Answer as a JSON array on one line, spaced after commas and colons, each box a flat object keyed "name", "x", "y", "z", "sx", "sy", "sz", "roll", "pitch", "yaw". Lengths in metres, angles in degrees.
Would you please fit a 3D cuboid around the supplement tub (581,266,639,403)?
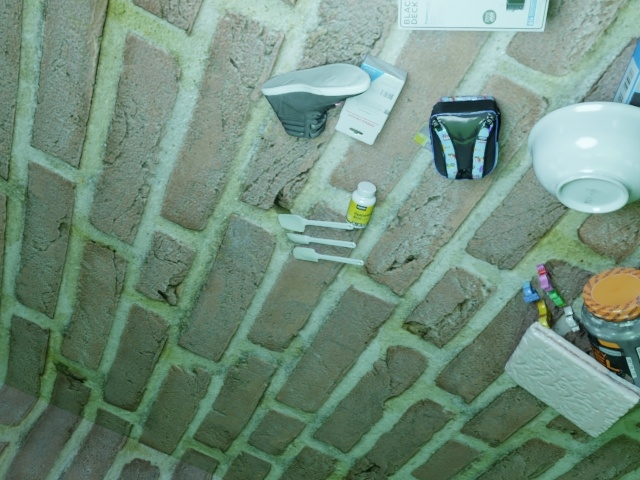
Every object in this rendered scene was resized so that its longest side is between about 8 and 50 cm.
[{"name": "supplement tub", "x": 0.804, "y": 0.245, "z": 1.579, "sx": 0.207, "sy": 0.207, "sz": 0.338, "roll": -16, "pitch": 121, "yaw": 26}]

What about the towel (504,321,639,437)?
[{"name": "towel", "x": 0.681, "y": 0.387, "z": 1.688, "sx": 0.317, "sy": 0.053, "sz": 0.331, "roll": 35, "pitch": 155, "yaw": 22}]

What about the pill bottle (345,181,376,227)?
[{"name": "pill bottle", "x": 0.108, "y": -0.094, "z": 1.597, "sx": 0.065, "sy": 0.065, "sz": 0.116, "roll": 16, "pitch": 129, "yaw": 3}]

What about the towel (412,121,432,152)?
[{"name": "towel", "x": 0.268, "y": -0.243, "z": 1.470, "sx": 0.083, "sy": 0.009, "sz": 0.060, "roll": 33, "pitch": 128, "yaw": -11}]

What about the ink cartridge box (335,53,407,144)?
[{"name": "ink cartridge box", "x": 0.114, "y": -0.324, "z": 1.416, "sx": 0.104, "sy": 0.060, "sz": 0.180, "roll": 24, "pitch": 130, "yaw": -4}]

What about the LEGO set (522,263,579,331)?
[{"name": "LEGO set", "x": 0.617, "y": 0.184, "z": 1.656, "sx": 0.087, "sy": 0.093, "sz": 0.227, "roll": -27, "pitch": 117, "yaw": 31}]

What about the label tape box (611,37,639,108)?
[{"name": "label tape box", "x": 0.791, "y": -0.324, "z": 1.200, "sx": 0.334, "sy": 0.105, "sz": 0.240, "roll": 11, "pitch": 130, "yaw": 7}]

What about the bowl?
[{"name": "bowl", "x": 0.585, "y": -0.150, "z": 1.301, "sx": 0.298, "sy": 0.134, "sz": 0.298, "roll": 17, "pitch": 156, "yaw": 7}]

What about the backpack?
[{"name": "backpack", "x": 0.330, "y": -0.230, "z": 1.394, "sx": 0.158, "sy": 0.116, "sz": 0.173, "roll": -1, "pitch": 126, "yaw": 16}]

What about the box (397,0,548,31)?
[{"name": "box", "x": 0.300, "y": -0.506, "z": 1.204, "sx": 0.290, "sy": 0.087, "sz": 0.169, "roll": 6, "pitch": 128, "yaw": 11}]

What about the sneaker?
[{"name": "sneaker", "x": 0.007, "y": -0.313, "z": 1.405, "sx": 0.296, "sy": 0.104, "sz": 0.146, "roll": 6, "pitch": 136, "yaw": 38}]

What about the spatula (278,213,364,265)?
[{"name": "spatula", "x": 0.000, "y": 0.000, "z": 1.690, "sx": 0.242, "sy": 0.019, "sz": 0.168, "roll": 7, "pitch": 128, "yaw": 34}]
